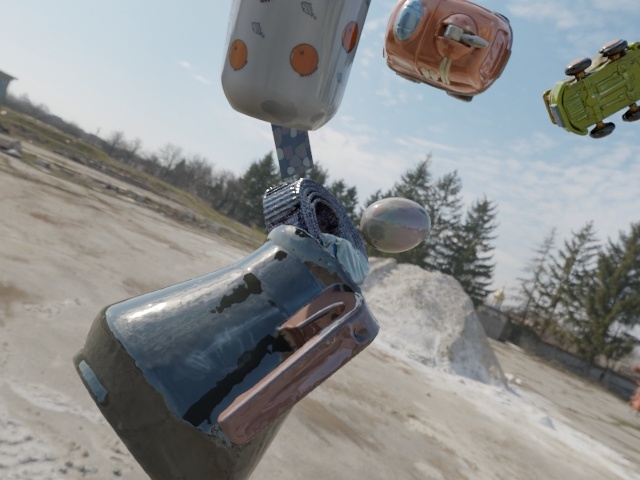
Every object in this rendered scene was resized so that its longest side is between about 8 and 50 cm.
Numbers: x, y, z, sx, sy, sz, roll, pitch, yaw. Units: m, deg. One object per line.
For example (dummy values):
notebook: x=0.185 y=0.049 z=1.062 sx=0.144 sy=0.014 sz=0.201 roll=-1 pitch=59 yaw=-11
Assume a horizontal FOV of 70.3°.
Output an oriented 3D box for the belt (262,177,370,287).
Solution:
belt: x=0.000 y=0.000 z=0.996 sx=0.325 sy=0.122 sz=0.260 roll=21 pitch=45 yaw=-64

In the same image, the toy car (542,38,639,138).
toy car: x=0.684 y=-0.372 z=1.123 sx=0.200 sy=0.248 sz=0.142 roll=62 pitch=10 yaw=-18

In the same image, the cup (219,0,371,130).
cup: x=-0.034 y=-0.345 z=0.709 sx=0.213 sy=0.317 sz=0.212 roll=14 pitch=19 yaw=-5

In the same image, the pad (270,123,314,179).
pad: x=-0.090 y=-0.325 z=1.441 sx=0.003 sy=0.234 sz=0.158 roll=9 pitch=28 yaw=41

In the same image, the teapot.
teapot: x=-0.105 y=0.152 z=0.637 sx=0.305 sy=0.362 sz=0.376 roll=59 pitch=-26 yaw=-12

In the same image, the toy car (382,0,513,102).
toy car: x=0.247 y=-0.411 z=0.929 sx=0.271 sy=0.180 sz=0.212 roll=30 pitch=19 yaw=21

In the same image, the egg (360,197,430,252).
egg: x=0.140 y=-0.029 z=0.854 sx=0.135 sy=0.103 sz=0.103 roll=-3 pitch=6 yaw=-16
